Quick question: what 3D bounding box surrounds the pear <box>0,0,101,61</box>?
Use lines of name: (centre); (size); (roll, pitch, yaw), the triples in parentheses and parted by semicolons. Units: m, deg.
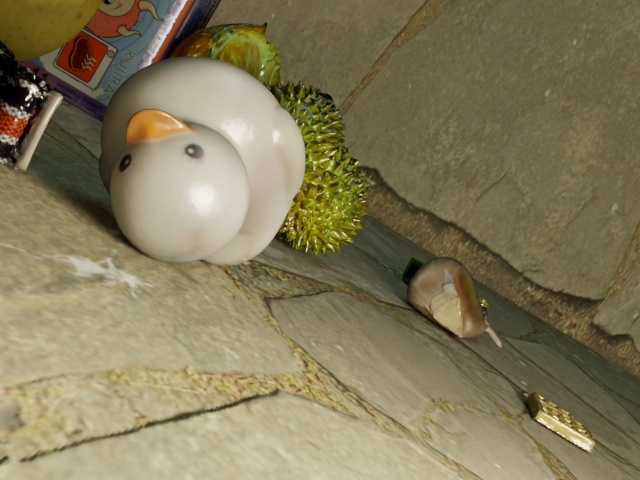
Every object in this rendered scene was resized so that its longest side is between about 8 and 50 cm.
pear: (-0.468, -0.420, 1.614); (0.348, 0.348, 0.348); (31, 5, -3)

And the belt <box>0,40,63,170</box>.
belt: (-0.358, -0.167, 1.170); (0.126, 0.094, 0.359); (26, 6, -30)

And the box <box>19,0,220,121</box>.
box: (-0.377, -0.419, 2.004); (0.318, 0.349, 0.257); (32, 6, -1)

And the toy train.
toy train: (0.240, 0.098, 2.200); (0.081, 0.060, 0.202); (16, 15, -44)

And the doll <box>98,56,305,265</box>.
doll: (-0.121, -0.055, 1.126); (0.221, 0.221, 0.251); (35, -21, 36)

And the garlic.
garlic: (0.233, 0.106, 1.947); (0.128, 0.148, 0.266); (-9, -13, 31)

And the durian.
durian: (-0.055, -0.111, 1.740); (0.291, 0.224, 0.291); (-23, 90, -90)

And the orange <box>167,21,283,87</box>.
orange: (-0.174, -0.237, 1.991); (0.196, 0.263, 0.334); (-1, 2, 8)

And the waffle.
waffle: (0.320, 0.243, 1.530); (0.092, 0.021, 0.135); (30, 6, 5)

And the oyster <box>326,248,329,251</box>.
oyster: (-0.002, -0.002, 1.939); (0.051, 0.034, 0.093); (46, -8, -7)
